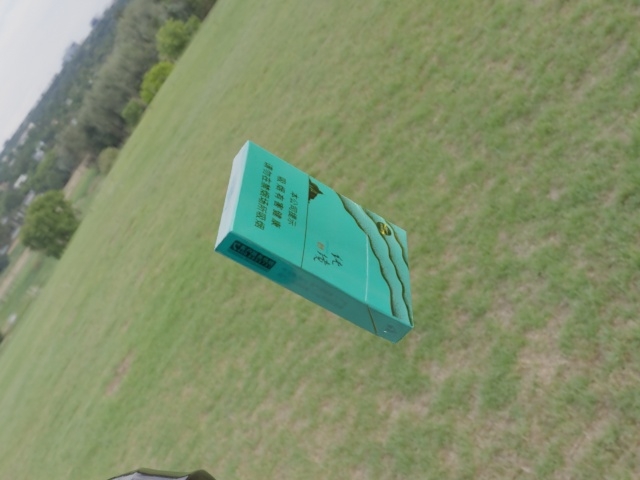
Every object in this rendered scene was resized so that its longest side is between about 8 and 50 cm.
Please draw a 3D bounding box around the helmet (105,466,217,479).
[{"bbox_3d":[-0.122,0.336,0.690,0.305,0.177,0.225,52,152,33],"label":"helmet"}]

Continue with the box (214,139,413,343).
[{"bbox_3d":[0.000,0.000,0.843,0.042,0.226,0.161,-47,24,34],"label":"box"}]
